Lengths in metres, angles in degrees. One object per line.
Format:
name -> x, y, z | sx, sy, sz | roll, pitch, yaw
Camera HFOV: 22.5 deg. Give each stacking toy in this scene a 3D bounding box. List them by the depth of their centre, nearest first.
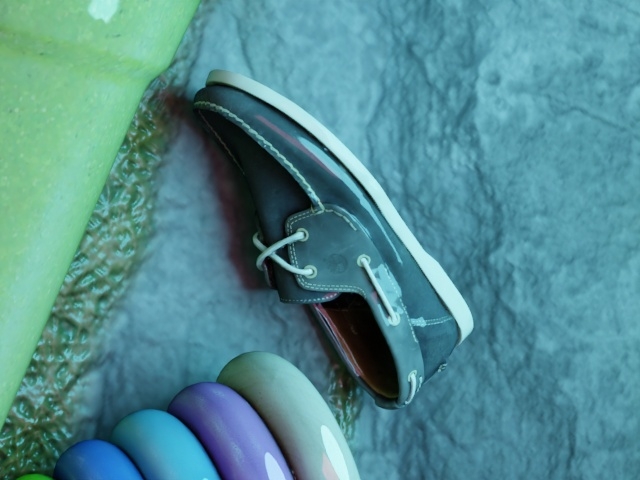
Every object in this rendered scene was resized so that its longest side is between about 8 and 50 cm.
stacking toy -> -0.144, 0.175, 0.838 | 0.330, 0.141, 0.141 | -20, 101, -24

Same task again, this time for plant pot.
plant pot -> -0.206, -0.040, 0.741 | 0.276, 0.276, 0.254 | 12, 96, -29

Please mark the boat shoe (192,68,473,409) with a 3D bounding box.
boat shoe -> 0.000, 0.000, 0.939 | 0.079, 0.084, 0.233 | -47, 115, -21
